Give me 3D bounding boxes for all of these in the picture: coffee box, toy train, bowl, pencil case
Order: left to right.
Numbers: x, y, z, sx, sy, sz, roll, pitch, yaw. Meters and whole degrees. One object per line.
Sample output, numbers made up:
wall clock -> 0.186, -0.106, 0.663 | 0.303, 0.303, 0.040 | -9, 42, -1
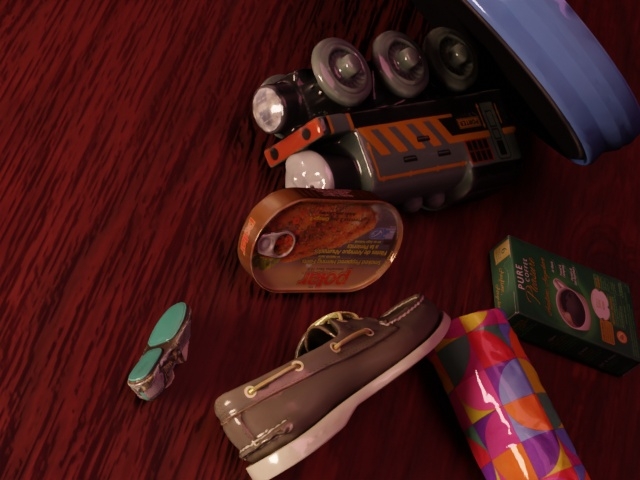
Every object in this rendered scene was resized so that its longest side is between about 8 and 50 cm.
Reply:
toy train -> 0.076, -0.119, 1.915 | 0.334, 0.142, 0.190 | -12, 77, -44
bowl -> 0.201, -0.239, 1.986 | 0.391, 0.077, 0.391 | 47, 0, 0
pencil case -> 0.189, 0.181, 1.798 | 0.104, 0.104, 0.236 | -6, 64, -42
coffee box -> 0.275, 0.074, 1.995 | 0.184, 0.040, 0.113 | 20, 48, -28

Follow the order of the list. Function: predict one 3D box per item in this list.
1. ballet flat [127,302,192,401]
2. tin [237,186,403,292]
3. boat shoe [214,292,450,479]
ballet flat -> -0.143, 0.106, 1.631 | 0.041, 0.041, 0.114 | 38, 43, -10
tin -> 0.000, 0.000, 1.778 | 0.190, 0.106, 0.040 | 2, 23, -40
boat shoe -> 0.017, 0.119, 1.695 | 0.091, 0.109, 0.305 | 54, 45, 0
